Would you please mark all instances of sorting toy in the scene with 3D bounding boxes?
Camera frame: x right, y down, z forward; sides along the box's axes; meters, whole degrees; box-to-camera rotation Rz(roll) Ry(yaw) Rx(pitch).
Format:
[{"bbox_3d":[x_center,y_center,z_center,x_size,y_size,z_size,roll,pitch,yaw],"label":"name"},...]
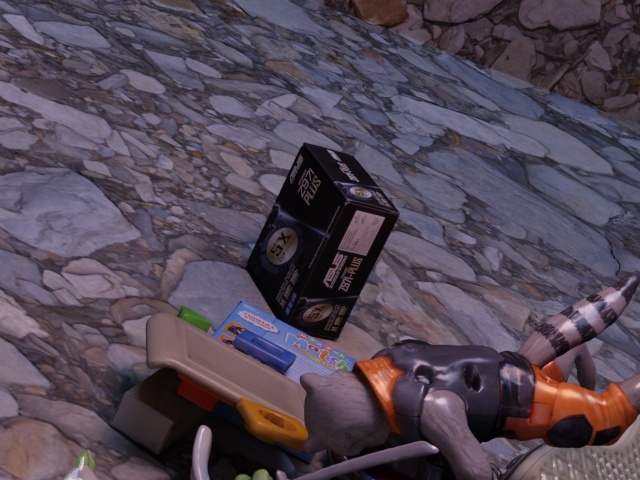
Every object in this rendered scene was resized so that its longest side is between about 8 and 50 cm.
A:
[{"bbox_3d":[-0.082,0.143,1.713,0.196,0.047,0.347,25,8,-10],"label":"sorting toy"}]

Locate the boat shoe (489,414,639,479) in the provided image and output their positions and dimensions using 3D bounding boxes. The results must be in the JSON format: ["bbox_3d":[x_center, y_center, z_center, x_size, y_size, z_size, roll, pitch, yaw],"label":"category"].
[{"bbox_3d":[0.250,0.281,1.747,0.187,0.156,0.500,61,25,6],"label":"boat shoe"}]

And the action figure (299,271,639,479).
[{"bbox_3d":[0.125,0.125,1.586,0.330,0.178,0.341,-8,19,-24],"label":"action figure"}]

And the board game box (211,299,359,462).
[{"bbox_3d":[-0.050,0.146,1.899,0.160,0.039,0.211,27,22,5],"label":"board game box"}]

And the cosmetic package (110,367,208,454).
[{"bbox_3d":[-0.151,0.162,1.741,0.060,0.041,0.115,30,21,10],"label":"cosmetic package"}]

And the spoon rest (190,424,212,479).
[{"bbox_3d":[0.005,0.255,1.622,0.276,0.137,0.084,18,55,6],"label":"spoon rest"}]

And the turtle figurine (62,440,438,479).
[{"bbox_3d":[-0.069,0.245,1.415,0.266,0.274,0.198,23,-6,11],"label":"turtle figurine"}]

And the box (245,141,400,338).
[{"bbox_3d":[0.000,0.000,2.103,0.077,0.180,0.147,13,24,-30],"label":"box"}]

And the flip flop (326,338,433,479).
[{"bbox_3d":[0.084,0.194,1.903,0.112,0.080,0.277,35,37,9],"label":"flip flop"}]
